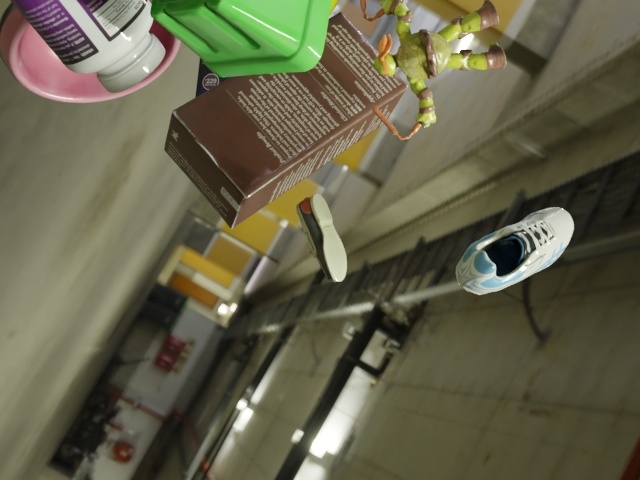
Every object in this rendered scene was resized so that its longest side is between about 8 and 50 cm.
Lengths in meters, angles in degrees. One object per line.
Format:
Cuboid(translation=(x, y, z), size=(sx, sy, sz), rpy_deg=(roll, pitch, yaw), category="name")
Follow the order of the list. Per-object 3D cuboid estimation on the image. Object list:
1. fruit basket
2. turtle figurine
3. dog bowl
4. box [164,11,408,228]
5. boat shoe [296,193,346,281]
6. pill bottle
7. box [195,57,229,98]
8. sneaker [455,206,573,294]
Cuboid(translation=(-0.054, -0.420, 1.471), size=(0.283, 0.392, 0.392), rpy_deg=(6, -120, 45), category="fruit basket")
Cuboid(translation=(0.170, -0.307, 1.507), size=(0.217, 0.269, 0.087), rpy_deg=(-16, -173, -3), category="turtle figurine")
Cuboid(translation=(-0.453, -0.428, 1.898), size=(0.408, 0.408, 0.150), rpy_deg=(-54, -130, 51), category="dog bowl")
Cuboid(translation=(-0.056, -0.209, 1.655), size=(0.381, 0.191, 0.143), rpy_deg=(-35, 170, -27), category="box")
Cuboid(translation=(0.000, 0.000, 1.438), size=(0.043, 0.137, 0.049), rpy_deg=(-25, 169, 35), category="boat shoe")
Cuboid(translation=(-0.400, -0.404, 1.587), size=(0.182, 0.323, 0.181), rpy_deg=(-25, -146, 18), category="pill bottle")
Cuboid(translation=(-0.139, -0.312, 2.141), size=(0.103, 0.261, 0.184), rpy_deg=(49, 45, -70), category="box")
Cuboid(translation=(0.297, 0.009, 1.408), size=(0.237, 0.085, 0.086), rpy_deg=(-27, 172, -34), category="sneaker")
